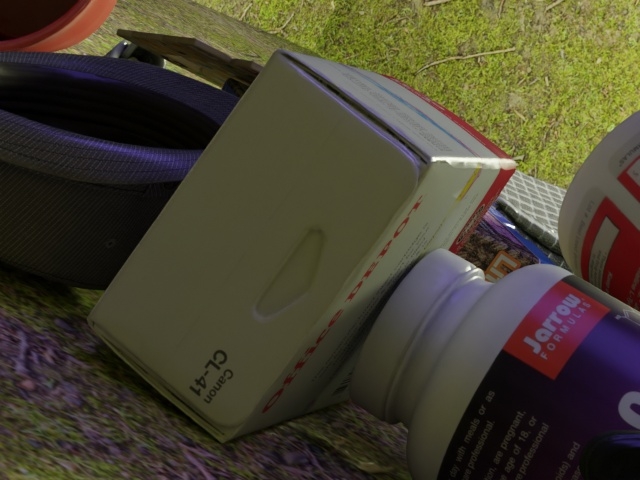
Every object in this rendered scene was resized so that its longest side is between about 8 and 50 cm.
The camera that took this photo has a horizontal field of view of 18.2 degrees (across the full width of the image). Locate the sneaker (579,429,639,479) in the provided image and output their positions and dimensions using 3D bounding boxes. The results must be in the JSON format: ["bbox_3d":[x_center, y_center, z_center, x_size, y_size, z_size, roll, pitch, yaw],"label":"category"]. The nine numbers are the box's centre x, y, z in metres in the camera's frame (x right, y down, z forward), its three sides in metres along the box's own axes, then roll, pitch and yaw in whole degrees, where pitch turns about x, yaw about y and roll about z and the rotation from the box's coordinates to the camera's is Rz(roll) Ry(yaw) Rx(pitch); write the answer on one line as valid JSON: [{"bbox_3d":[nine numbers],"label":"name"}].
[{"bbox_3d":[0.230,0.163,1.128,0.170,0.051,0.089,30,3,-6],"label":"sneaker"}]

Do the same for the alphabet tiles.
[{"bbox_3d":[-0.063,-0.144,1.842,0.198,0.009,0.237,26,-4,-27],"label":"alphabet tiles"}]

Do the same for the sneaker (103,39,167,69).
[{"bbox_3d":[-0.194,-0.149,2.001,0.099,0.121,0.262,26,9,-17],"label":"sneaker"}]

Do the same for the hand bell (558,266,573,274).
[{"bbox_3d":[0.240,0.097,1.745,0.126,0.126,0.242,25,-2,-20],"label":"hand bell"}]

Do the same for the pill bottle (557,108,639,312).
[{"bbox_3d":[0.410,0.065,1.786,0.229,0.229,0.408,19,25,-45],"label":"pill bottle"}]

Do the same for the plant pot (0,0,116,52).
[{"bbox_3d":[-0.333,-0.321,2.191,0.275,0.275,0.243,29,0,7],"label":"plant pot"}]

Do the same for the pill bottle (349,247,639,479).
[{"bbox_3d":[0.186,0.136,1.324,0.323,0.181,0.181,31,9,17],"label":"pill bottle"}]

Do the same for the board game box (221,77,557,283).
[{"bbox_3d":[0.030,-0.001,1.764,0.291,0.141,0.232,25,9,-17],"label":"board game box"}]

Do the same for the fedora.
[{"bbox_3d":[-0.170,-0.045,1.415,0.243,0.124,0.275,23,18,24],"label":"fedora"}]

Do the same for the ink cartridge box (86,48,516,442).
[{"bbox_3d":[0.000,0.000,1.363,0.131,0.226,0.306,38,10,13],"label":"ink cartridge box"}]

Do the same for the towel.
[{"bbox_3d":[0.247,0.011,2.258,0.283,0.121,0.235,28,21,-17],"label":"towel"}]
